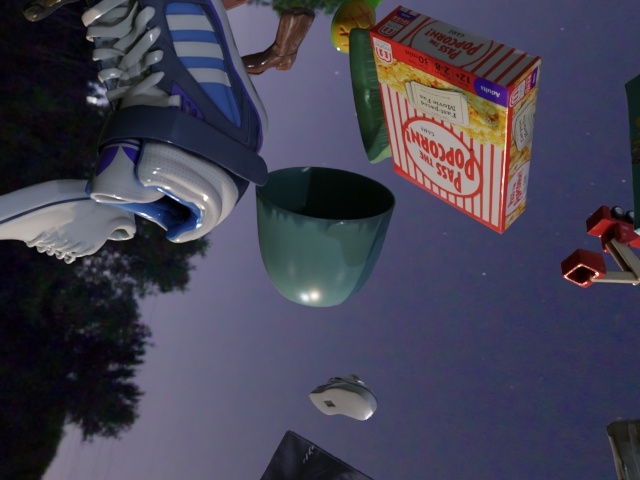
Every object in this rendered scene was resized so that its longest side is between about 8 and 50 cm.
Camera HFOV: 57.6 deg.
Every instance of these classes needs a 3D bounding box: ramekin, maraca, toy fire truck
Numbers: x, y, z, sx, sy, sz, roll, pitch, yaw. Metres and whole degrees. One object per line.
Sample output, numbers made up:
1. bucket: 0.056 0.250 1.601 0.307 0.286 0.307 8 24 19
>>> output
1. ramekin: 0.165 -0.335 1.314 0.303 0.148 0.303 -7 90 -78
2. maraca: 0.094 -0.585 1.533 0.099 0.127 0.185 51 -53 47
3. toy fire truck: 0.457 0.018 0.874 0.047 0.192 0.135 115 -12 -55

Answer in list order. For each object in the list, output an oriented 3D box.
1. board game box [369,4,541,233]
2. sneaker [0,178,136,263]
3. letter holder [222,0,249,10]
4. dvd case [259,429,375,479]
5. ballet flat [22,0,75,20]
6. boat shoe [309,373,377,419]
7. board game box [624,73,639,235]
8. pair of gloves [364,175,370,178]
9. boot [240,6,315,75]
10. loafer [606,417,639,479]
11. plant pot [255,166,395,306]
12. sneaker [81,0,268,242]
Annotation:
1. board game box: 0.128 -0.109 0.555 0.147 0.045 0.193 36 -19 33
2. sneaker: -0.303 -0.020 0.688 0.094 0.258 0.091 -17 -86 25
3. letter holder: -0.165 -0.411 0.747 0.152 0.302 0.214 47 -42 2
4. dvd case: -0.016 0.324 0.562 0.221 0.165 0.018 -60 174 -11
5. ballet flat: -0.534 -0.504 1.180 0.173 0.057 0.049 -24 -121 11
6. boat shoe: 0.066 0.358 1.365 0.096 0.088 0.267 50 -28 0
7. board game box: 0.541 -0.170 0.762 0.254 0.079 0.336 -42 -160 49
8. pair of gloves: 0.108 -0.077 1.506 0.023 0.198 0.159 35 -86 31
9. boot: -0.069 -0.297 0.857 0.037 0.106 0.114 63 -32 15
10. loafer: 0.353 0.322 0.627 0.112 0.112 0.319 1 -70 23
11. plant pot: 0.000 0.000 1.262 0.293 0.293 0.235 -129 -141 -55
12. sneaker: -0.177 -0.152 0.581 0.130 0.322 0.236 -11 -143 28
